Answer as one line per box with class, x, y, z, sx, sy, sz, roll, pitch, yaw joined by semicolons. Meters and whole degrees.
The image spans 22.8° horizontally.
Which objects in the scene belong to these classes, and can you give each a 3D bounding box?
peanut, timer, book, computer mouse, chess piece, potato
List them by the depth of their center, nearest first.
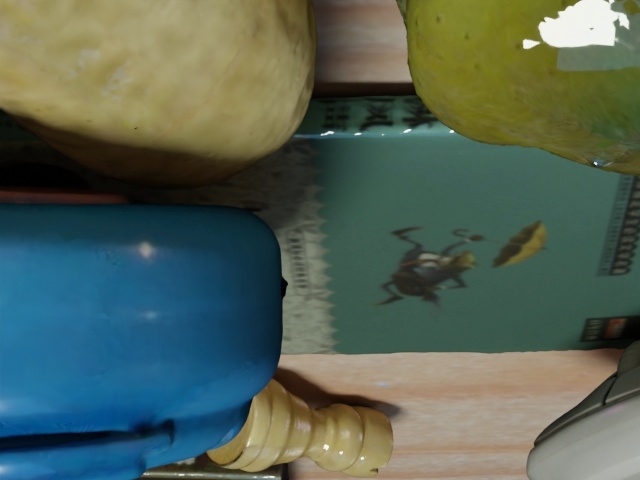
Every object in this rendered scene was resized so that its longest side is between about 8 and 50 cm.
peanut;-0.092;-0.112;0.526;0.122;0.137;0.253;25;174;47
potato;0.148;-0.088;0.537;0.248;0.143;0.169;-6;141;13
timer;-0.183;0.037;0.640;0.340;0.115;0.309;-1;180;-1
book;0.000;0.000;0.830;0.379;0.031;0.264;-1;154;3
computer mouse;0.254;0.108;0.931;0.297;0.121;0.184;18;146;-35
chess piece;-0.013;0.125;1.046;0.122;0.066;0.066;14;150;-36

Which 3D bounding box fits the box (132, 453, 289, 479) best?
box;-0.112;0.220;1.239;0.180;0.047;0.325;1;152;1
